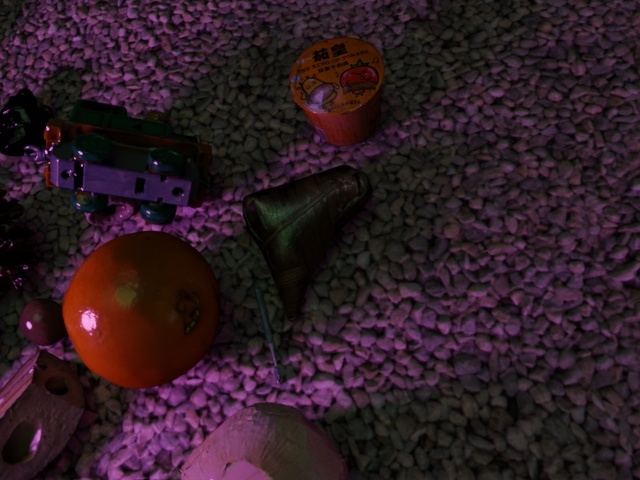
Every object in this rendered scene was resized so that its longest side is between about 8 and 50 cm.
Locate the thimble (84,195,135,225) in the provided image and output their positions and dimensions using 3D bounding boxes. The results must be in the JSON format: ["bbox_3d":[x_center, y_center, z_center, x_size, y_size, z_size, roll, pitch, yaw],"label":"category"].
[{"bbox_3d":[-0.507,-0.098,1.506,0.115,0.102,0.090,-5,59,-33],"label":"thimble"}]

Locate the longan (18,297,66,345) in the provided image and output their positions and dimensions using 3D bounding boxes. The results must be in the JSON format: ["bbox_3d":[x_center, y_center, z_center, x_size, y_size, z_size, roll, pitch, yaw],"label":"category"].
[{"bbox_3d":[-0.617,0.187,1.408,0.106,0.106,0.119,41,119,25],"label":"longan"}]

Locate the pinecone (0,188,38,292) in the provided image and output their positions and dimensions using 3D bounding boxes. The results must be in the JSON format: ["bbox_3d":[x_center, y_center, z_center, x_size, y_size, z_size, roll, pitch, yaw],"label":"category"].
[{"bbox_3d":[-0.781,0.009,1.450,0.243,0.243,0.257,-18,84,3],"label":"pinecone"}]

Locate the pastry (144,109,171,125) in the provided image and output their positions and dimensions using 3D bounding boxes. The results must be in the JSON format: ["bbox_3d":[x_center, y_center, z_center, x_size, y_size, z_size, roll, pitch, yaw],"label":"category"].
[{"bbox_3d":[-0.414,-0.261,1.592,0.080,0.056,0.140,3,72,21],"label":"pastry"}]

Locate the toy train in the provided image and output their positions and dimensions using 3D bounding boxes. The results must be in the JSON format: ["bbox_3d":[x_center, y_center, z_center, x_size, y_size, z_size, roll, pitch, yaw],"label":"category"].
[{"bbox_3d":[-0.432,-0.188,1.435,0.429,0.178,0.249,8,41,-15],"label":"toy train"}]

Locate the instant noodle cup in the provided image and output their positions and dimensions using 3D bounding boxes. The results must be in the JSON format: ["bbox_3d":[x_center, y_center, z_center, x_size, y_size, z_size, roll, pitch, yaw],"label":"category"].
[{"bbox_3d":[0.049,-0.330,1.458,0.215,0.172,0.216,-5,64,10],"label":"instant noodle cup"}]

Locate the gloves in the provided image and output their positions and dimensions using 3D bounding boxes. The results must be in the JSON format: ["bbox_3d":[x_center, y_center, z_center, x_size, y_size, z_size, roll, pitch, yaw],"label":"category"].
[{"bbox_3d":[-0.787,-0.325,1.673,0.164,0.124,0.203,-19,70,-18],"label":"gloves"}]

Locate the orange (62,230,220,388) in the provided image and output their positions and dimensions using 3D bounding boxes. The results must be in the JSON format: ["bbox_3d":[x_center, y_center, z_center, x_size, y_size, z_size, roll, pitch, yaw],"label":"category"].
[{"bbox_3d":[-0.349,0.135,1.260,0.312,0.312,0.312,-5,65,10],"label":"orange"}]

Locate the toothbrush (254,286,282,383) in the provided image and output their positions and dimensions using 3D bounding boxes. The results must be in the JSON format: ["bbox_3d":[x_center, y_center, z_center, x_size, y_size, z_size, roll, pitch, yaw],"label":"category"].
[{"bbox_3d":[-0.111,0.196,1.334,0.016,0.019,0.220,-20,63,8],"label":"toothbrush"}]

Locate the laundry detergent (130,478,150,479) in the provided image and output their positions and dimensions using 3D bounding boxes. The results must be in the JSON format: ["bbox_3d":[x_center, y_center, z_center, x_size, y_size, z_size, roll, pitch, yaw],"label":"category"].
[{"bbox_3d":[-0.356,0.601,1.165,0.143,0.094,0.290,-15,66,-2],"label":"laundry detergent"}]

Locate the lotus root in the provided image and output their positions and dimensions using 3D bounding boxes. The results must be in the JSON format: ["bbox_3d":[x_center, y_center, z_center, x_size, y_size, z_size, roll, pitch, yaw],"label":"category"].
[{"bbox_3d":[-0.619,0.396,1.295,0.314,0.142,0.210,-49,28,-7],"label":"lotus root"}]

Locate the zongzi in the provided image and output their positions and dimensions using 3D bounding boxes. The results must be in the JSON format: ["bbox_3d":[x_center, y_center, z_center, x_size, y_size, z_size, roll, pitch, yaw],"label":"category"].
[{"bbox_3d":[0.000,0.000,1.353,0.286,0.134,0.288,-20,77,-2],"label":"zongzi"}]

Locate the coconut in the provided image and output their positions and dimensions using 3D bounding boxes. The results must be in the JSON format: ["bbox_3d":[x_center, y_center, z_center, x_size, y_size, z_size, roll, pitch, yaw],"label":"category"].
[{"bbox_3d":[-0.090,0.433,1.090,0.297,0.254,0.297,-6,63,11],"label":"coconut"}]
